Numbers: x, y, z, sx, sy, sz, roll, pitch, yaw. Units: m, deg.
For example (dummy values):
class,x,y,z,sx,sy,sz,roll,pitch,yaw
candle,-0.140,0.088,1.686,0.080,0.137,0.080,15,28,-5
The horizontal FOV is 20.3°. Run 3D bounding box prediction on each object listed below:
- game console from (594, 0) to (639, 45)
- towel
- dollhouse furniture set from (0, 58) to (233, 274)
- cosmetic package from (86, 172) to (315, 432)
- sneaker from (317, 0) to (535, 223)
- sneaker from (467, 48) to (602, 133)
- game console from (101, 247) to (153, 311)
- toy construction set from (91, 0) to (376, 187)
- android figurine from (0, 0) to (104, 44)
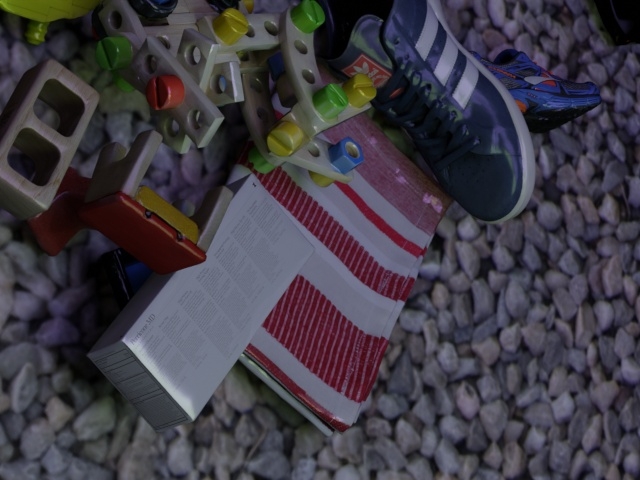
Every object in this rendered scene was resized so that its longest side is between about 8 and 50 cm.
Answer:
class,x,y,z,sx,sy,sz,roll,pitch,yaw
game console,0.453,-0.358,2.236,0.361,0.044,0.213,-9,85,-40
towel,0.000,0.000,1.769,0.237,0.037,0.329,43,51,-22
dollhouse furniture set,-0.287,-0.062,1.471,0.374,0.201,0.152,38,58,-28
cosmetic package,-0.103,0.053,1.595,0.099,0.060,0.239,52,46,-17
sneaker,0.084,-0.163,1.817,0.148,0.131,0.350,-20,76,-50
sneaker,0.230,-0.173,1.989,0.221,0.083,0.087,-1,74,-41
game console,-0.148,0.058,1.634,0.071,0.107,0.122,-21,92,-9
toy construction set,-0.087,-0.147,1.624,0.328,0.151,0.215,-2,64,-63
android figurine,-0.242,-0.313,1.601,0.248,0.056,0.272,12,99,-38
